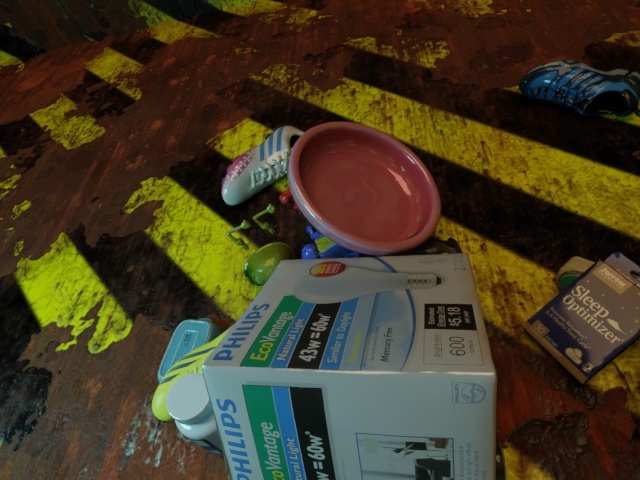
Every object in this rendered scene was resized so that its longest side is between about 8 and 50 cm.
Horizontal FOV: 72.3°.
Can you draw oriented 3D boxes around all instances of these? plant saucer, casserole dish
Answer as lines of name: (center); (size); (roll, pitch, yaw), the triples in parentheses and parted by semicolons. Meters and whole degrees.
plant saucer: (0.086, -0.102, 0.914); (0.333, 0.084, 0.331); (11, 54, -15)
casserole dish: (-0.294, 0.248, 0.973); (0.114, 0.037, 0.188); (1, 50, 16)

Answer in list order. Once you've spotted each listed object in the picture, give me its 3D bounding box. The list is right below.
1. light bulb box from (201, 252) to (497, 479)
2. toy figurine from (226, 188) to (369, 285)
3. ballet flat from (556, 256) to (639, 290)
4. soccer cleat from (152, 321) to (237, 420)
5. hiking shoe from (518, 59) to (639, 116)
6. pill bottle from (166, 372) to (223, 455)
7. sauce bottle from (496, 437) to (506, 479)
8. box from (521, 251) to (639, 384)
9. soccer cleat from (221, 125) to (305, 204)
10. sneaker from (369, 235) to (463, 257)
light bulb box: (0.067, 0.190, 0.702); (0.362, 0.225, 0.358); (-3, 20, 14)
toy figurine: (0.000, 0.000, 0.956); (0.363, 0.191, 0.217); (-30, 33, -9)
ballet flat: (0.586, 0.092, 0.824); (0.249, 0.086, 0.086); (23, 60, 32)
soccer cleat: (-0.210, 0.246, 0.877); (0.289, 0.121, 0.093); (-37, 95, -21)
hiking shoe: (0.696, -0.406, 1.181); (0.304, 0.113, 0.132); (12, 54, 25)
pill bottle: (-0.199, 0.312, 0.794); (0.108, 0.180, 0.107); (-8, 49, 9)
sauce bottle: (0.113, 0.358, 0.712); (0.345, 0.111, 0.111); (-3, 50, 13)
box: (0.498, 0.130, 0.782); (0.225, 0.036, 0.136); (-44, 52, 7)
soccer cleat: (-0.147, -0.221, 1.271); (0.143, 0.116, 0.331); (21, 59, 30)
sneaker: (0.206, 0.036, 0.982); (0.235, 0.078, 0.106); (-4, 44, 12)
